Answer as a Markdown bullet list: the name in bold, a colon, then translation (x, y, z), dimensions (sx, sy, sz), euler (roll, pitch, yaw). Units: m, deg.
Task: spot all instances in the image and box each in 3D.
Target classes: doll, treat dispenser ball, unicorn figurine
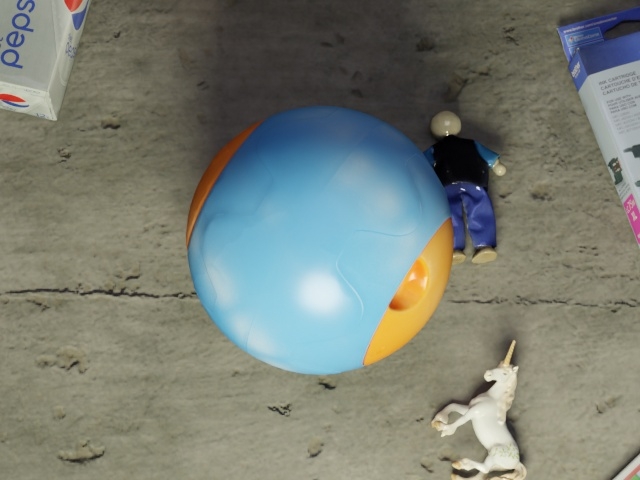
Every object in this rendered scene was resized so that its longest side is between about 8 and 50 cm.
- **doll**: translation (0.157, -0.067, 1.734), dimensions (0.129, 0.046, 0.189), euler (-5, 72, -5)
- **treat dispenser ball**: translation (0.000, 0.000, 1.576), dimensions (0.288, 0.288, 0.288), euler (1, 71, -2)
- **unicorn figurine**: translation (0.184, 0.205, 1.643), dimensions (0.111, 0.060, 0.162), euler (-18, 89, -9)

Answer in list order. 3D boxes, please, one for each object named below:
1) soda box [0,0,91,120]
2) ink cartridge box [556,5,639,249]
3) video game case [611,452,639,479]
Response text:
- **soda box**: translation (-0.330, -0.296, 1.763), dimensions (0.098, 0.091, 0.286), euler (13, 71, 1)
- **ink cartridge box**: translation (0.423, -0.154, 1.770), dimensions (0.186, 0.065, 0.311), euler (-16, 71, -8)
- **video game case**: translation (0.396, 0.336, 1.622), dimensions (0.183, 0.023, 0.201), euler (-40, 77, -14)
